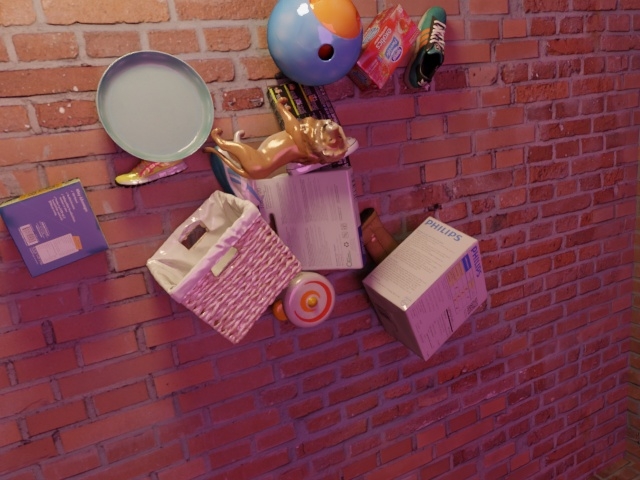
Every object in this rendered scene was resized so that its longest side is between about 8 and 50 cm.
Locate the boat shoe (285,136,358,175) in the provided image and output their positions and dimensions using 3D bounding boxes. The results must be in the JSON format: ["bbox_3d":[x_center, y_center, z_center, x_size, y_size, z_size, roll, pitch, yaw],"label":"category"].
[{"bbox_3d":[0.004,-0.286,1.635,0.258,0.095,0.084,-27,115,-21],"label":"boat shoe"}]

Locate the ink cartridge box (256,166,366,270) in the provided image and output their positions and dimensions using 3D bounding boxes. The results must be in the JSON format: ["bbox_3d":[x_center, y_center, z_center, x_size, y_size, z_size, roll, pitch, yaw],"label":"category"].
[{"bbox_3d":[-0.033,-0.063,1.686,0.071,0.330,0.324,-42,126,-62],"label":"ink cartridge box"}]

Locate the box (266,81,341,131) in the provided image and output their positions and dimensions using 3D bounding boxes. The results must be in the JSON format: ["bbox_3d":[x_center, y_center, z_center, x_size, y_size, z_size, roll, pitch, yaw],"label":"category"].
[{"bbox_3d":[-0.053,-0.419,1.657,0.184,0.045,0.191,-23,84,-19],"label":"box"}]

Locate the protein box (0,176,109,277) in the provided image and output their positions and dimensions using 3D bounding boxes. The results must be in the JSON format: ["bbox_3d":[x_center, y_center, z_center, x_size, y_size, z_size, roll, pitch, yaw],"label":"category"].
[{"bbox_3d":[-0.707,-0.041,1.385,0.201,0.136,0.200,-24,110,-21],"label":"protein box"}]

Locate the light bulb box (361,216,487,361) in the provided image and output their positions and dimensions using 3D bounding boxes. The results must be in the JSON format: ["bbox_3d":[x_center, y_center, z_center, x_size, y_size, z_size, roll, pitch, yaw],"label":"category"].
[{"bbox_3d":[0.391,0.177,1.882,0.361,0.225,0.358,-42,136,-15],"label":"light bulb box"}]

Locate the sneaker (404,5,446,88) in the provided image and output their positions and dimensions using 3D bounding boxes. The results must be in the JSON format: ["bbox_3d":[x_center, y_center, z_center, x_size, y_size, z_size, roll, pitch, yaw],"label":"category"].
[{"bbox_3d":[0.399,-0.685,1.833,0.108,0.121,0.302,16,92,-29],"label":"sneaker"}]

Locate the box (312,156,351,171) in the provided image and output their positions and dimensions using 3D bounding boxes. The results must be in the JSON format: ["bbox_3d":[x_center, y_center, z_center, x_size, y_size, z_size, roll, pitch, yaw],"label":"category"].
[{"bbox_3d":[-0.004,-0.282,1.730,0.180,0.077,0.147,-25,110,-21],"label":"box"}]

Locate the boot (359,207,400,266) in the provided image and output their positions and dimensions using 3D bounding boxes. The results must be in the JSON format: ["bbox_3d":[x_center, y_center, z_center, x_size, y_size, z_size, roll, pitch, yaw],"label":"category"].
[{"bbox_3d":[0.190,0.049,1.890,0.236,0.089,0.269,-43,117,-12],"label":"boot"}]

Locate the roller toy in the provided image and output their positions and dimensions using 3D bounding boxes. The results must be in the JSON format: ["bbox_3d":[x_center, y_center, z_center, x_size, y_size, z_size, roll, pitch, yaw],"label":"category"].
[{"bbox_3d":[-0.056,0.192,1.758,0.209,0.146,0.191,20,90,-28],"label":"roller toy"}]

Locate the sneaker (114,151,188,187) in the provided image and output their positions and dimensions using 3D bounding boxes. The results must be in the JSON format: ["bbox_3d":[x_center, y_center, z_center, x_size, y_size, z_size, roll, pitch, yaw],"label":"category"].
[{"bbox_3d":[-0.498,-0.214,1.499,0.208,0.081,0.094,-25,102,-27],"label":"sneaker"}]

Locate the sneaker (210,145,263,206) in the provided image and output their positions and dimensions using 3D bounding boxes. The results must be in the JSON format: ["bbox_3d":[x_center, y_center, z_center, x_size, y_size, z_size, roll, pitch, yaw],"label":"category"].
[{"bbox_3d":[-0.263,-0.199,1.617,0.092,0.087,0.229,-40,119,-25],"label":"sneaker"}]

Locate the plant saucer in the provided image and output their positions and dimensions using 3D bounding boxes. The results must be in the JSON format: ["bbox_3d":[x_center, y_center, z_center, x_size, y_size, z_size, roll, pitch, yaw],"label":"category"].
[{"bbox_3d":[-0.463,-0.375,1.466,0.317,0.043,0.318,2,86,-26],"label":"plant saucer"}]

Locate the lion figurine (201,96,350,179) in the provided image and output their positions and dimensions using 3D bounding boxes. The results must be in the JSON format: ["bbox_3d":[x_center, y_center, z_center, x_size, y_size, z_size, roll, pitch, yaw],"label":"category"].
[{"bbox_3d":[-0.128,-0.268,1.518,0.392,0.142,0.240,-29,80,-3],"label":"lion figurine"}]

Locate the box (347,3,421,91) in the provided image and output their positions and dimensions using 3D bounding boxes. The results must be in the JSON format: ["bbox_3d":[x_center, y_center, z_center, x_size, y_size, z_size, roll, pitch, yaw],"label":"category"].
[{"bbox_3d":[0.202,-0.643,1.740,0.128,0.122,0.257,40,81,-28],"label":"box"}]

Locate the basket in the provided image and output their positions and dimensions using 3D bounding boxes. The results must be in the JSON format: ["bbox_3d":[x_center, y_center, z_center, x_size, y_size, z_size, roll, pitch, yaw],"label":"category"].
[{"bbox_3d":[-0.280,0.068,1.517,0.328,0.331,0.266,-49,119,-10],"label":"basket"}]

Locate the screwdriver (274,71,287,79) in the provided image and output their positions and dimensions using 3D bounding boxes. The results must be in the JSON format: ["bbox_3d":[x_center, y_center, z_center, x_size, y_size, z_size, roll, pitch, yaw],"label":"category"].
[{"bbox_3d":[-0.075,-0.550,1.679,0.170,0.024,0.025,-23,139,-28],"label":"screwdriver"}]

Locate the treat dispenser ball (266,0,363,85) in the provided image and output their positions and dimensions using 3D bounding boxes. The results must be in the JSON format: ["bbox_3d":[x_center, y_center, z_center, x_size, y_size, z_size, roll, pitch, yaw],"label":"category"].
[{"bbox_3d":[-0.016,-0.609,1.544,0.288,0.288,0.288,-5,102,-26],"label":"treat dispenser ball"}]
